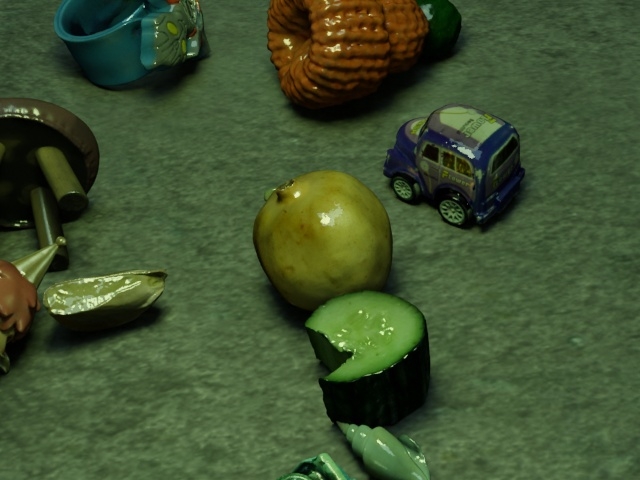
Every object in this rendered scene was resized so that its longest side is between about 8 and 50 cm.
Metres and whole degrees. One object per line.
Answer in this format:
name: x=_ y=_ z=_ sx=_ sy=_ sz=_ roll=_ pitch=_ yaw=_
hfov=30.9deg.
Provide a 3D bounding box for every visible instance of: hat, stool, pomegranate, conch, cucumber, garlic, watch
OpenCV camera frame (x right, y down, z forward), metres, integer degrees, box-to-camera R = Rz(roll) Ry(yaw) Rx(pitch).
hat: x=0.109 y=-0.379 z=2.225 sx=0.400 sy=0.285 sz=0.285 roll=0 pitch=40 yaw=-24
stool: x=-0.502 y=-0.086 z=1.921 sx=0.272 sy=0.272 sz=0.178 roll=-8 pitch=49 yaw=-3
pomegranate: x=0.004 y=0.004 z=1.823 sx=0.233 sy=0.233 sz=0.233 roll=-2 pitch=43 yaw=2
conch: x=0.094 y=0.301 z=1.614 sx=0.180 sy=0.088 sz=0.065 roll=34 pitch=98 yaw=26
cucumber: x=0.074 y=0.166 z=1.699 sx=0.191 sy=0.130 sz=0.191 roll=-3 pitch=43 yaw=2
garlic: x=-0.338 y=0.093 z=1.832 sx=0.195 sy=0.101 sz=0.087 roll=-9 pitch=74 yaw=-14
watch: x=-0.383 y=-0.411 z=2.310 sx=0.274 sy=0.241 sz=0.305 roll=-13 pitch=44 yaw=15

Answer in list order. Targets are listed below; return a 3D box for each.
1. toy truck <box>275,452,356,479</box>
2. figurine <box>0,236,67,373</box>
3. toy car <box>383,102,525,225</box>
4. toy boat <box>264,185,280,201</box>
toy truck: x=0.040 y=0.403 z=1.440 sx=0.156 sy=0.155 sz=0.279 roll=-14 pitch=43 yaw=-23
figurine: x=-0.528 y=0.139 z=1.770 sx=0.207 sy=0.166 sz=0.387 roll=-11 pitch=33 yaw=53
toy car: x=0.229 y=-0.150 z=2.000 sx=0.235 sy=0.158 sz=0.172 roll=24 pitch=50 yaw=27
toy boat: x=-0.002 y=-0.066 z=1.982 sx=0.185 sy=0.089 sz=0.071 roll=6 pitch=0 yaw=15
